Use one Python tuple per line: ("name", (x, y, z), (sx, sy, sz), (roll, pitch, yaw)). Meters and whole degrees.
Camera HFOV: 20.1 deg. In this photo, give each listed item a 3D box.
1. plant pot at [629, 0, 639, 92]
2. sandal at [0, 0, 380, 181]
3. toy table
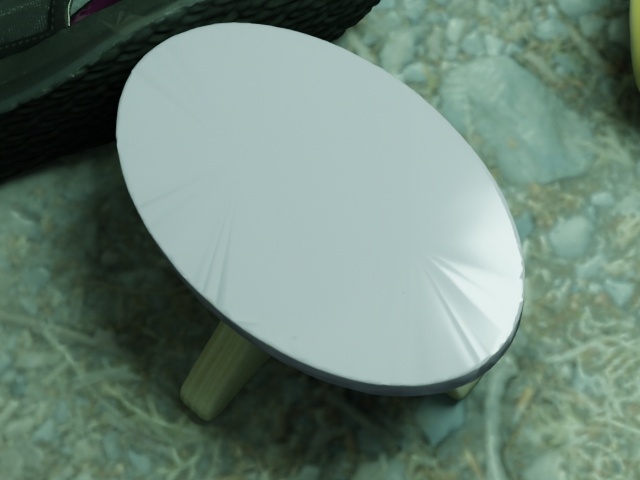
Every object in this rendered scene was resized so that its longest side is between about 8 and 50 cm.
("plant pot", (0.325, -0.161, 1.120), (0.239, 0.254, 0.254), (7, 73, 21))
("sandal", (-0.174, -0.122, 1.158), (0.445, 0.167, 0.107), (-21, 76, -3))
("toy table", (0.000, 0.000, 1.118), (0.252, 0.161, 0.274), (-37, 74, -8))
